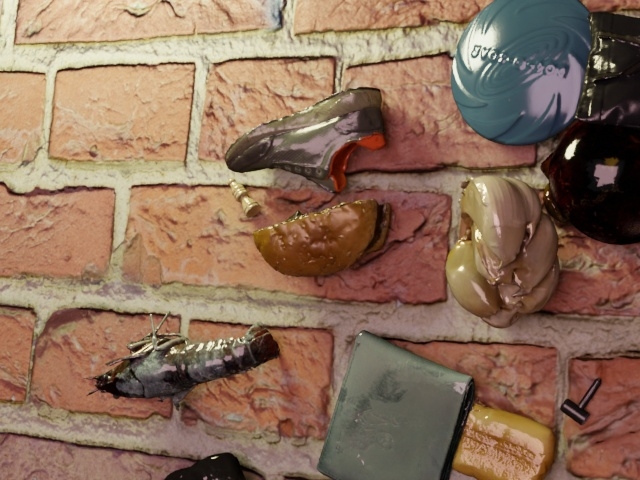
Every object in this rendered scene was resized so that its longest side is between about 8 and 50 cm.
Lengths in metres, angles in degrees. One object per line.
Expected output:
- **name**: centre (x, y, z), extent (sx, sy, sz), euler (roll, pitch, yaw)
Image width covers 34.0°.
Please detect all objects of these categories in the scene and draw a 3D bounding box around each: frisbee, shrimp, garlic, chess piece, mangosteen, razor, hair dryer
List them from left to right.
- **shrimp**: centre (-0.284, 0.242, 2.078), extent (0.410, 0.166, 0.221), euler (-10, 108, 31)
- **razor**: centre (-0.191, 0.585, 2.022), extent (0.189, 0.107, 0.327), euler (-29, 73, 23)
- **chess piece**: centre (-0.159, -0.090, 2.109), extent (0.035, 0.035, 0.092), euler (-46, 64, 16)
- **garlic**: centre (0.318, 0.031, 1.748), extent (0.203, 0.184, 0.281), euler (-104, 21, -50)
- **frisbee**: centre (0.353, -0.311, 1.838), extent (0.289, 0.049, 0.289), euler (-6, 80, 33)
- **hair dryer**: centre (0.447, 0.267, 1.771), extent (0.047, 0.026, 0.083), euler (36, 98, 24)
- **mangosteen**: centre (0.467, -0.094, 1.703), extent (0.265, 0.228, 0.228), euler (-34, 68, 55)

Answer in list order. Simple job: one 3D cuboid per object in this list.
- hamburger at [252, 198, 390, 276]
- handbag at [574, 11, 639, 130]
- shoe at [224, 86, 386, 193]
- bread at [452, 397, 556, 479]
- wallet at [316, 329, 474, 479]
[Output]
- **hamburger**: centre (0.000, 0.000, 1.967), extent (0.262, 0.124, 0.131), euler (-12, 80, 26)
- **handbag**: centre (0.510, -0.264, 1.627), extent (0.211, 0.089, 0.254), euler (8, 55, 14)
- **shoe**: centre (-0.015, -0.161, 2.000), extent (0.336, 0.132, 0.171), euler (-21, 86, 21)
- **bread**: centre (0.318, 0.360, 1.794), extent (0.173, 0.085, 0.134), euler (20, 91, 28)
- **wallet**: centre (0.135, 0.337, 1.909), extent (0.251, 0.054, 0.290), euler (22, 101, 31)
